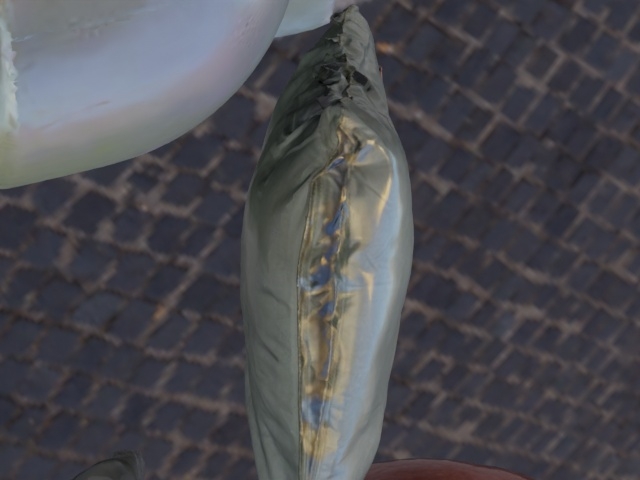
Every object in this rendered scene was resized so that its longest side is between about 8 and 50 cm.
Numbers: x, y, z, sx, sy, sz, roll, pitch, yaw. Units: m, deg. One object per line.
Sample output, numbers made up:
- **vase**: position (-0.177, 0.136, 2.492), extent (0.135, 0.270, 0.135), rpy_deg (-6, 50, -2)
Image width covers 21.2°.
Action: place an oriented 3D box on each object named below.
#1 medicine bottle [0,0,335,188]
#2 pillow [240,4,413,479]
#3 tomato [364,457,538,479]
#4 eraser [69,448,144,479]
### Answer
- **medicine bottle**: position (-0.167, -0.138, 0.770), extent (0.406, 0.236, 0.236), rpy_deg (-12, 128, -18)
- **pillow**: position (0.000, 0.000, 0.550), extent (0.051, 0.229, 0.128), rpy_deg (9, 105, -2)
- **tomato**: position (0.077, 0.310, 1.225), extent (0.341, 0.273, 0.341), rpy_deg (-6, 146, -4)
- **eraser**: position (-0.161, 0.171, 0.328), extent (0.352, 0.077, 0.111), rpy_deg (-35, 179, -7)
